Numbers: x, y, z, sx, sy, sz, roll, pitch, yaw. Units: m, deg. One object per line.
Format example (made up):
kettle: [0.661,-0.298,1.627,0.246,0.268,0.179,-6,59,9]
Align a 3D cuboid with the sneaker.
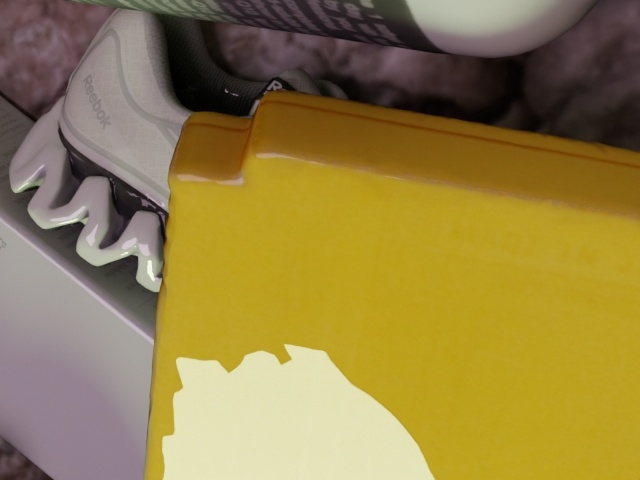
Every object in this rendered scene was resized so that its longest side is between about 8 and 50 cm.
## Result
sneaker: [0.000,0.000,0.679,0.292,0.110,0.118,33,110,9]

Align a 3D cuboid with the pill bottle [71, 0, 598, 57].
pill bottle: [0.003,-0.176,0.536,0.363,0.210,0.210,12,115,23]

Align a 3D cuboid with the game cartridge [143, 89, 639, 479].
game cartridge: [0.073,0.098,0.604,0.285,0.052,0.323,10,128,1]

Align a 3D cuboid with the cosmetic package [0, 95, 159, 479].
cosmetic package: [-0.128,0.037,0.768,0.231,0.085,0.117,38,122,7]
